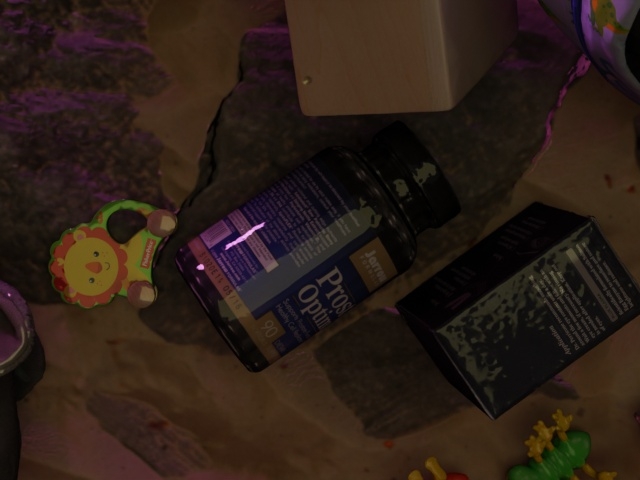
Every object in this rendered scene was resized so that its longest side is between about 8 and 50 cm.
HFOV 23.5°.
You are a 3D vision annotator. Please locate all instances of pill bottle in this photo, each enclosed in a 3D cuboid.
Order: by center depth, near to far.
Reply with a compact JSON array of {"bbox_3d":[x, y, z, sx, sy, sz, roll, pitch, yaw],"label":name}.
[{"bbox_3d":[0.000,0.000,1.259,0.219,0.123,0.123,-35,98,-3],"label":"pill bottle"}]

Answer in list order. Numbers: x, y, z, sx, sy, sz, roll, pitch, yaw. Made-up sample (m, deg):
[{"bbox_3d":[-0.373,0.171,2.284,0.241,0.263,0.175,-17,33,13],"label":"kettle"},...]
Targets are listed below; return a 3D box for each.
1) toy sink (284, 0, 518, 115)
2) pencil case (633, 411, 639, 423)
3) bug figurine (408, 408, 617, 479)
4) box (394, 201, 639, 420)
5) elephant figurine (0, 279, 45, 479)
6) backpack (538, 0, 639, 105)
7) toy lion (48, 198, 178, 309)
[{"bbox_3d":[0.064,-0.204,1.221,0.131,0.234,0.153,0,112,21],"label":"toy sink"},{"bbox_3d":[0.377,0.126,1.340,0.209,0.095,0.098,-40,83,-5],"label":"pencil case"},{"bbox_3d":[0.185,0.283,1.335,0.216,0.072,0.279,-35,94,-10],"label":"bug figurine"},{"bbox_3d":[0.162,0.053,1.269,0.158,0.156,0.093,-35,100,-3],"label":"box"},{"bbox_3d":[-0.291,0.084,1.222,0.186,0.169,0.239,32,73,-37],"label":"elephant figurine"},{"bbox_3d":[0.291,-0.221,1.148,0.273,0.355,0.290,47,117,15],"label":"backpack"},{"bbox_3d":[-0.176,0.011,1.285,0.096,0.034,0.100,17,93,-1],"label":"toy lion"}]
